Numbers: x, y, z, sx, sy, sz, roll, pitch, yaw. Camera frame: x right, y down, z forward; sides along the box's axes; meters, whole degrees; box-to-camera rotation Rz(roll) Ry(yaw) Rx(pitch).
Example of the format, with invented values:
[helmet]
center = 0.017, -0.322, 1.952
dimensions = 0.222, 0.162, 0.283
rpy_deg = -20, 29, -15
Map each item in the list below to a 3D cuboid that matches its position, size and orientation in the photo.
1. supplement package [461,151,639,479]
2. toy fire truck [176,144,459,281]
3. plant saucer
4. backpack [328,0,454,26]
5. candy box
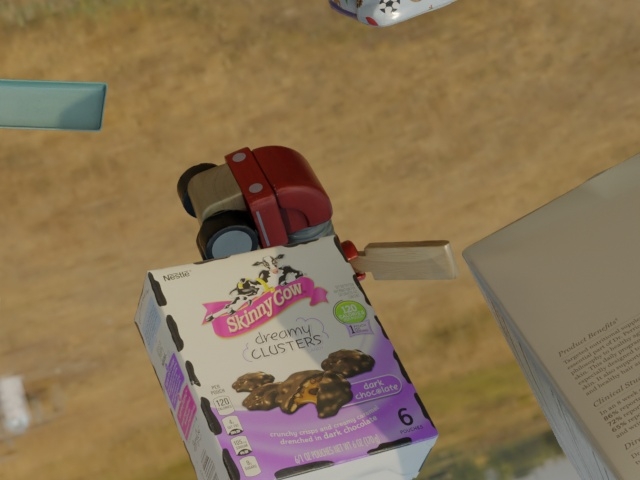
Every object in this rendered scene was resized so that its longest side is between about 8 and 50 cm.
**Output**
[supplement package]
center = 0.245, 0.092, 0.855
dimensions = 0.199, 0.198, 0.262
rpy_deg = -29, -146, 1
[toy fire truck]
center = 0.000, 0.000, 1.555
dimensions = 0.246, 0.158, 0.217
rpy_deg = -22, 132, -7
[plant saucer]
center = -0.353, -0.162, 1.754
dimensions = 0.192, 0.067, 0.018
rpy_deg = 2, 159, 5
[backpack]
center = 0.084, -0.397, 1.807
dimensions = 0.277, 0.263, 0.213
rpy_deg = -20, 127, -25
[candy box]
center = -0.030, 0.102, 1.102
dimensions = 0.165, 0.196, 0.070
rpy_deg = -12, 147, -25
